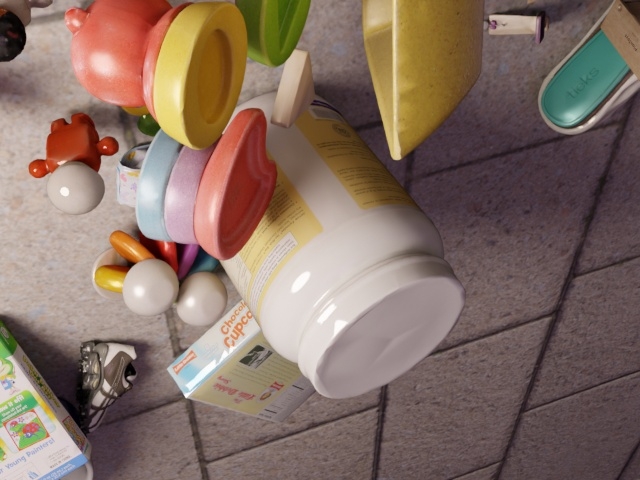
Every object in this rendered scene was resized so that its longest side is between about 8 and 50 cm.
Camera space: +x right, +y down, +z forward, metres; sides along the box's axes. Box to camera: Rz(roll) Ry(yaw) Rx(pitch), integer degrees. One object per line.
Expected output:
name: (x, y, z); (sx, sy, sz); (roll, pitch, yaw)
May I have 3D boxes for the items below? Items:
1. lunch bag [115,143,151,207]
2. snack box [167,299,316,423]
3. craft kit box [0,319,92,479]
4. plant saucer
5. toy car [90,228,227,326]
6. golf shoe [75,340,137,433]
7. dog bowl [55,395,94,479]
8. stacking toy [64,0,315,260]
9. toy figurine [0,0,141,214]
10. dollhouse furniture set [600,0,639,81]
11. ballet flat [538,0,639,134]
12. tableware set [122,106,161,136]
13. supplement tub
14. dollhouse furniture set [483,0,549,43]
lunch bag: (-0.218, -0.084, 1.028); (0.083, 0.053, 0.071); (-19, 143, -26)
snack box: (-0.072, 0.180, 1.231); (0.187, 0.060, 0.322); (-43, 152, 3)
craft kit box: (-0.498, 0.271, 1.147); (0.249, 0.061, 0.247); (-30, 109, -2)
plant saucer: (0.082, -0.285, 0.693); (0.080, 0.333, 0.333); (-4, 121, 0)
toy car: (-0.212, 0.033, 1.110); (0.182, 0.159, 0.136); (18, 87, -41)
golf shoe: (-0.339, 0.238, 1.295); (0.093, 0.077, 0.198); (-4, 137, -26)
dog bowl: (-0.509, 0.364, 1.315); (0.264, 0.104, 0.265); (-15, 140, -13)
stacking toy: (-0.113, -0.155, 0.794); (0.130, 0.280, 0.309); (17, 146, 12)
toy figurine: (-0.286, -0.148, 0.825); (0.213, 0.148, 0.209); (21, 121, -33)
dollhouse furniture set: (0.458, -0.346, 0.852); (0.173, 0.303, 0.356); (-11, 148, -20)
ballet flat: (0.473, -0.304, 1.134); (0.139, 0.139, 0.400); (16, 129, -40)
tableware set: (-0.190, -0.188, 0.954); (0.104, 0.024, 0.154); (-20, 142, -3)
supplement tub: (0.000, 0.000, 0.999); (0.241, 0.331, 0.241); (-23, 145, -17)
dollhouse furniture set: (0.255, -0.324, 1.064); (0.081, 0.091, 0.114); (7, 118, 21)
